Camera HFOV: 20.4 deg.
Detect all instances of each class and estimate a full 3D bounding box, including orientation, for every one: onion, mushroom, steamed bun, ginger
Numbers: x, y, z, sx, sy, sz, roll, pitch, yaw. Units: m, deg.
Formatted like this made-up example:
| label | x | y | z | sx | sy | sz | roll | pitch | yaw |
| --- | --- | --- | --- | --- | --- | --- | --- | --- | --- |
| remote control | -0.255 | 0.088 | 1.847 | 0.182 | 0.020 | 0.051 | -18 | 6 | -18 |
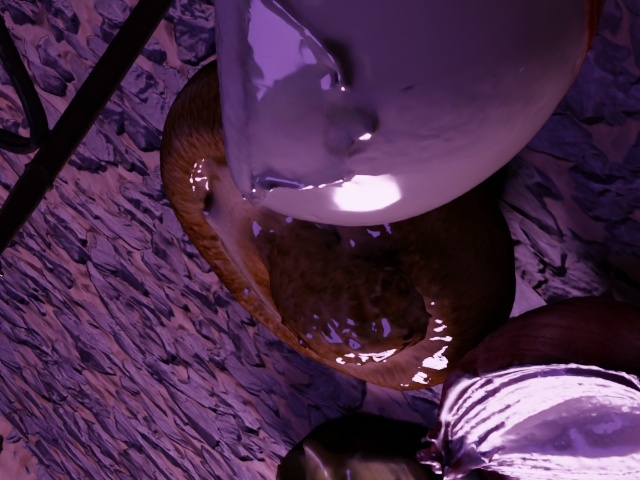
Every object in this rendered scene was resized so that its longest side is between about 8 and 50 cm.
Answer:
| label | x | y | z | sx | sy | sz | roll | pitch | yaw |
| --- | --- | --- | --- | --- | --- | --- | --- | --- | --- |
| onion | 0.196 | 0.125 | 1.458 | 0.283 | 0.120 | 0.227 | -17 | 136 | 37 |
| mushroom | 0.015 | -0.015 | 1.517 | 0.345 | 0.239 | 0.345 | 36 | 136 | 44 |
| steamed bun | 0.050 | -0.197 | 1.063 | 0.374 | 0.241 | 0.374 | 175 | 90 | -86 |
| ginger | 0.064 | 0.391 | 2.036 | 0.358 | 0.211 | 0.413 | 45 | 155 | -2 |

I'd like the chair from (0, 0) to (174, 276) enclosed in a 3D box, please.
| label | x | y | z | sx | sy | sz | roll | pitch | yaw |
| --- | --- | --- | --- | --- | --- | --- | --- | --- | --- |
| chair | -0.263 | -0.279 | 1.290 | 0.362 | 0.410 | 0.364 | 22 | 145 | 41 |
